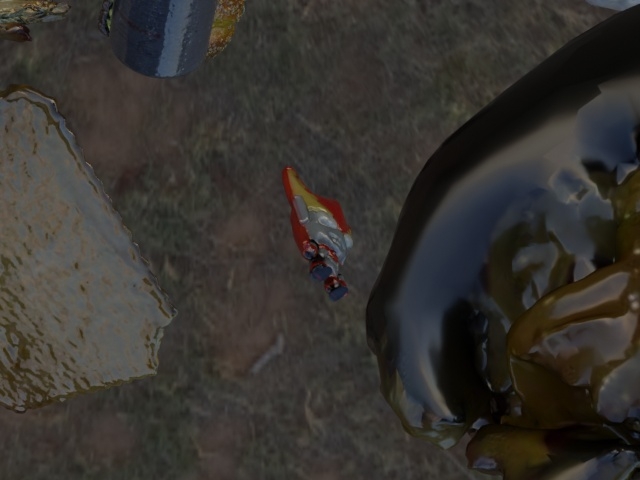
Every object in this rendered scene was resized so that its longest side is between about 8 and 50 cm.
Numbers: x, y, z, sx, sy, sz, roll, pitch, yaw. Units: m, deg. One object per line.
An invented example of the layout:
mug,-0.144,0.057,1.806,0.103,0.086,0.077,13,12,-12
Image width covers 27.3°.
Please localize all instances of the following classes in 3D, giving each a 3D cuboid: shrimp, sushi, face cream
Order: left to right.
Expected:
shrimp,-0.228,-0.164,0.989,0.114,0.083,0.023,-12,117,-36
face cream,-0.089,-0.225,0.857,0.073,0.073,0.284,8,142,-9
sushi,0.144,0.024,0.490,0.213,0.200,0.204,34,100,-32

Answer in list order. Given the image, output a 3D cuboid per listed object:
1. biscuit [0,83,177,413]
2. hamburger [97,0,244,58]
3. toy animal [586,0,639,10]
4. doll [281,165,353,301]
biscuit,-0.219,0.016,0.962,0.236,0.013,0.232,-18,107,39
hamburger,-0.157,-0.252,1.457,0.165,0.087,0.137,3,127,-38
toy animal,0.273,-0.328,1.232,0.156,0.204,0.208,22,111,-49
doll,0.000,0.000,1.361,0.057,0.169,0.109,-33,119,22
